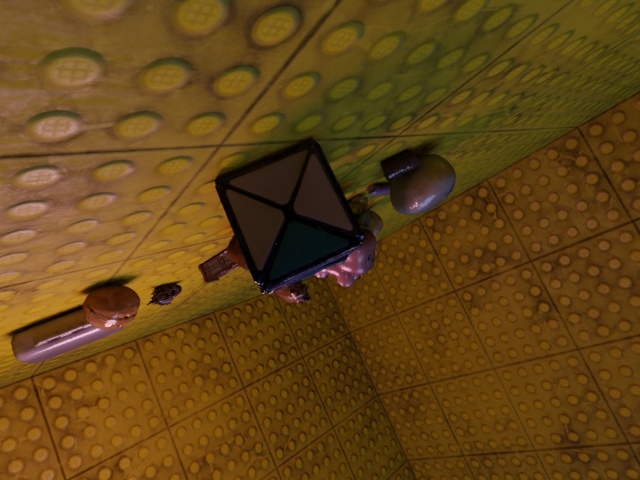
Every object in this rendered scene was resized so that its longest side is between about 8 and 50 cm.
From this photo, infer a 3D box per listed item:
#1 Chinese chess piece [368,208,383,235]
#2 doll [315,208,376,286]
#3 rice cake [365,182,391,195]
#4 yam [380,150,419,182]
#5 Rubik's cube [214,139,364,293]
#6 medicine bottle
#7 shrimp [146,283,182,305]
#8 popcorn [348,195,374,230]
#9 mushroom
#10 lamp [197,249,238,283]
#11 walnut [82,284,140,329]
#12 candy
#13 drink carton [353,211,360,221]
[{"bbox_3d":[0.212,-0.046,2.340,0.250,0.103,0.250,-46,-169,12],"label":"Chinese chess piece"},{"bbox_3d":[0.099,0.026,1.682,0.216,0.268,0.284,17,-154,21],"label":"doll"},{"bbox_3d":[0.291,-0.228,1.985,0.270,0.049,0.055,-11,150,-51],"label":"rice cake"},{"bbox_3d":[0.287,-0.273,1.637,0.127,0.084,0.084,-29,171,0],"label":"yam"},{"bbox_3d":[-0.079,-0.046,1.232,0.305,0.310,0.307,-23,173,-7],"label":"Rubik's cube"},{"bbox_3d":[-0.988,0.364,1.781,0.375,0.123,0.282,-22,169,-22],"label":"medicine bottle"},{"bbox_3d":[-0.693,0.247,1.973,0.079,0.090,0.233,-7,-169,18],"label":"shrimp"},{"bbox_3d":[0.151,-0.085,2.022,0.181,0.216,0.235,3,175,-4],"label":"popcorn"},{"bbox_3d":[-0.172,0.076,1.596,0.345,0.259,0.345,11,180,0],"label":"mushroom"},{"bbox_3d":[-0.365,0.075,1.874,0.325,0.090,0.089,-29,171,27],"label":"lamp"},{"bbox_3d":[-0.743,0.238,1.605,0.165,0.165,0.197,-26,174,7],"label":"walnut"},{"bbox_3d":[0.380,-0.221,1.742,0.295,0.185,0.295,-41,-166,12],"label":"candy"},{"bbox_3d":[0.066,-0.092,1.785,0.144,0.142,0.146,-43,159,3],"label":"drink carton"}]
